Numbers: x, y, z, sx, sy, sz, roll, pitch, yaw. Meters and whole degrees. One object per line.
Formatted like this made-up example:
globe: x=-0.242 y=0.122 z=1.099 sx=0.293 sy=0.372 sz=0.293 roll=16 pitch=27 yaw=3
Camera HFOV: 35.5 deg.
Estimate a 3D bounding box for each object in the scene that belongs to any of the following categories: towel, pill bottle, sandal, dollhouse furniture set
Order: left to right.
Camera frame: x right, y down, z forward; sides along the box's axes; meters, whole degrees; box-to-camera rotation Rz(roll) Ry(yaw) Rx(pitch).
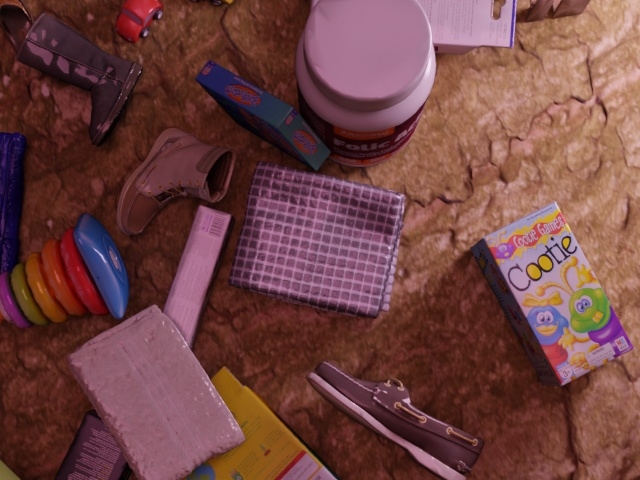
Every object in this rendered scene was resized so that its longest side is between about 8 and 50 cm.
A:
towel: x=-0.646 y=-0.050 z=1.773 sx=0.228 sy=0.076 sz=0.308 roll=3 pitch=82 yaw=0
sandal: x=-0.568 y=-0.410 z=1.835 sx=0.072 sy=0.049 sz=0.180 roll=-34 pitch=83 yaw=-4
towel: x=-0.274 y=0.259 z=1.649 sx=0.187 sy=0.049 sz=0.282 roll=-29 pitch=76 yaw=-21
towel: x=0.000 y=0.000 z=1.741 sx=0.284 sy=0.121 sz=0.235 roll=12 pitch=83 yaw=2
pill bottle: x=0.071 y=-0.266 z=1.639 sx=0.224 sy=0.392 sz=0.224 roll=0 pitch=82 yaw=1
dollhouse furniture set: x=0.400 y=-0.489 z=1.803 sx=0.144 sy=0.123 sz=0.151 roll=-11 pitch=82 yaw=-1

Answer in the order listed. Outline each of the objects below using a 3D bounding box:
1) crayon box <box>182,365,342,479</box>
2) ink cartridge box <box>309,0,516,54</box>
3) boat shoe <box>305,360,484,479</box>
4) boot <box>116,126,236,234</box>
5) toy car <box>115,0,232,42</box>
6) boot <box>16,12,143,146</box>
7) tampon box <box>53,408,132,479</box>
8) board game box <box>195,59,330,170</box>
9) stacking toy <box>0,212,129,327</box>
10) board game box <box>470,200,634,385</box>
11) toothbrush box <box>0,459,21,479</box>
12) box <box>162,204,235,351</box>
crayon box: x=-0.116 y=0.392 z=1.687 sx=0.202 sy=0.081 sz=0.318 roll=-45 pitch=71 yaw=-4
ink cartridge box: x=0.167 y=-0.436 z=1.818 sx=0.371 sy=0.069 sz=0.175 roll=5 pitch=82 yaw=7
boat shoe: x=0.127 y=0.295 z=1.706 sx=0.324 sy=0.116 sz=0.096 roll=34 pitch=79 yaw=1
boot: x=-0.251 y=-0.088 z=1.743 sx=0.165 sy=0.077 sz=0.213 roll=22 pitch=78 yaw=36
toy car: x=-0.297 y=-0.505 z=1.844 sx=0.239 sy=0.053 sz=0.225 roll=-22 pitch=83 yaw=-3
boot: x=-0.445 y=-0.288 z=1.793 sx=0.208 sy=0.076 sz=0.189 roll=25 pitch=69 yaw=-11
tampon box: x=-0.374 y=0.379 z=1.690 sx=0.101 sy=0.120 sz=0.161 roll=25 pitch=83 yaw=2
board game box: x=-0.098 y=-0.213 z=1.711 sx=0.210 sy=0.160 sz=0.047 roll=33 pitch=83 yaw=33
stacking toy: x=-0.487 y=0.092 z=1.704 sx=0.302 sy=0.166 sz=0.175 roll=-24 pitch=106 yaw=-1
board game box: x=0.391 y=0.094 z=1.714 sx=0.142 sy=0.144 sz=0.275 roll=-27 pitch=84 yaw=-4
toothbrush box: x=-0.504 y=0.530 z=1.626 sx=0.283 sy=0.122 sz=0.206 roll=42 pitch=121 yaw=7
box: x=-0.231 y=0.099 z=1.757 sx=0.067 sy=0.063 sz=0.324 roll=16 pitch=83 yaw=4
